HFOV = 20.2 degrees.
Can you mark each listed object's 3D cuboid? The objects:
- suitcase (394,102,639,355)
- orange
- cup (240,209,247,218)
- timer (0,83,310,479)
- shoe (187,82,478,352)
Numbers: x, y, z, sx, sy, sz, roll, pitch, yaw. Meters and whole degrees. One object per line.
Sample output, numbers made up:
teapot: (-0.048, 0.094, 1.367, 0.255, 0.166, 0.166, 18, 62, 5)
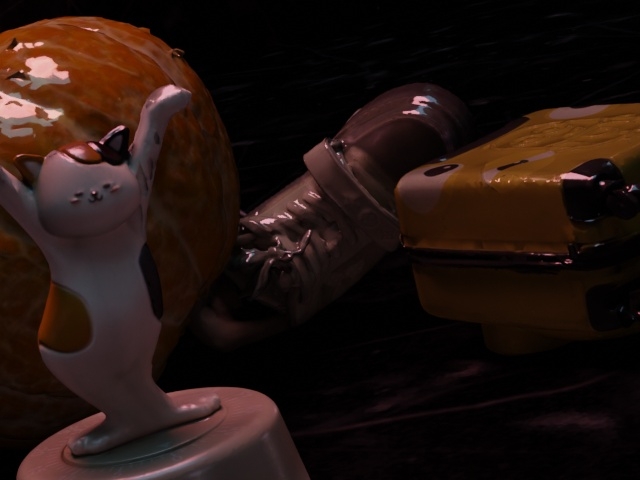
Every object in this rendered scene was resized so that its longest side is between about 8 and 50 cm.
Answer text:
suitcase: (0.186, -0.008, 1.268, 0.194, 0.143, 0.235, -25, 18, -39)
orange: (-0.195, -0.004, 1.295, 0.329, 0.249, 0.329, -57, 7, 11)
cup: (-0.098, 0.013, 1.659, 0.100, 0.078, 0.077, -44, 8, 2)
timer: (-0.113, 0.058, 1.014, 0.175, 0.266, 0.175, -13, 13, 3)
shoe: (-0.002, -0.002, 1.396, 0.293, 0.109, 0.149, -42, 0, 43)
